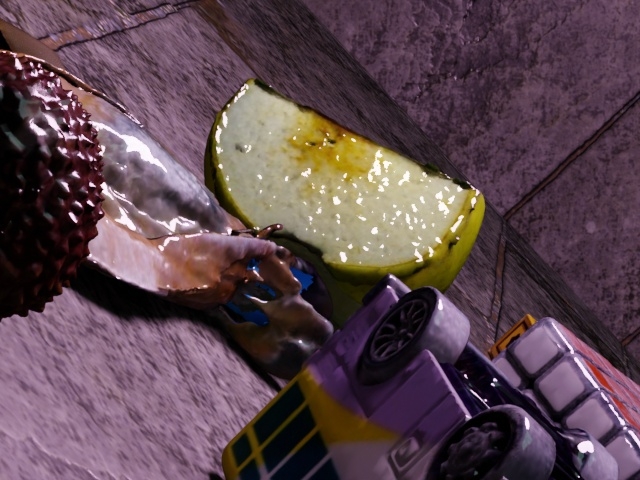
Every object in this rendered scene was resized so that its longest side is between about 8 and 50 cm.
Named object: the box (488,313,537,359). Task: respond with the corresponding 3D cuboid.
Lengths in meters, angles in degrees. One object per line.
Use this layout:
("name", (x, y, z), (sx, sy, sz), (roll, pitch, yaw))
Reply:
("box", (0.338, 0.241, 2.524), (0.193, 0.084, 0.301), (43, 12, -19))

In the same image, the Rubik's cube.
("Rubik's cube", (0.221, 0.252, 1.709), (0.237, 0.237, 0.238), (35, 16, -50))

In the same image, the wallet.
("wallet", (-0.245, -0.123, 1.771), (0.110, 0.031, 0.198), (31, 20, -52))

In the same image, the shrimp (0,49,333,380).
("shrimp", (-0.146, -0.014, 1.617), (0.446, 0.110, 0.221), (35, 23, -35))

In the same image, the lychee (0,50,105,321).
("lychee", (-0.223, -0.036, 1.232), (0.188, 0.188, 0.188), (45, 12, -12))

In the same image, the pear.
("pear", (0.000, 0.000, 1.873), (0.292, 0.159, 0.292), (26, -21, 11))

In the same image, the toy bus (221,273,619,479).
("toy bus", (0.085, 0.224, 1.272), (0.209, 0.249, 0.440), (43, 7, -21))
